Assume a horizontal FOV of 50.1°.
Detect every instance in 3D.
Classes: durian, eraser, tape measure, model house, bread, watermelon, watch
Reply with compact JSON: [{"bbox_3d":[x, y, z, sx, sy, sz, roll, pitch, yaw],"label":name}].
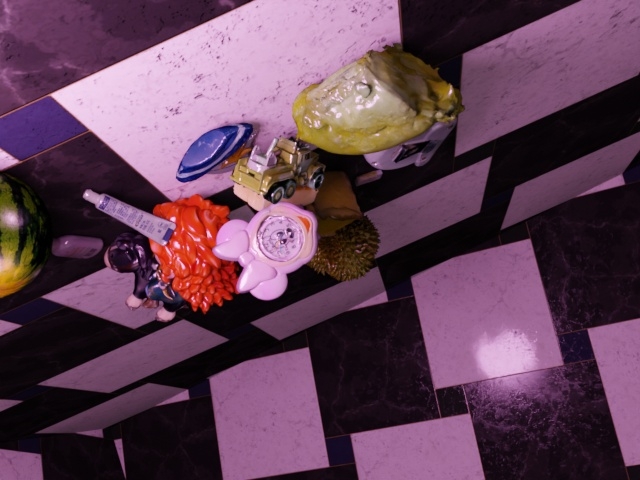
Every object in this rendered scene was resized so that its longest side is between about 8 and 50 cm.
[{"bbox_3d":[0.068,0.006,2.173,0.291,0.291,0.224,-4,137,-47],"label":"durian"},{"bbox_3d":[0.147,-0.191,2.088,0.083,0.019,0.038,-18,160,-16],"label":"eraser"},{"bbox_3d":[0.226,-0.272,1.785,0.246,0.125,0.243,-17,161,-22],"label":"tape measure"},{"bbox_3d":[-0.028,-0.075,1.954,0.193,0.174,0.234,-5,151,-46],"label":"model house"},{"bbox_3d":[-0.114,-0.133,1.743,0.188,0.125,0.068,-11,127,-45],"label":"bread"},{"bbox_3d":[0.106,-0.299,1.480,0.340,0.204,0.256,-24,151,32],"label":"durian"},{"bbox_3d":[-0.635,-0.012,1.268,0.269,0.268,0.269,-21,162,-7],"label":"watermelon"},{"bbox_3d":[-0.117,0.020,1.663,0.248,0.210,0.217,-31,180,-6],"label":"watch"}]

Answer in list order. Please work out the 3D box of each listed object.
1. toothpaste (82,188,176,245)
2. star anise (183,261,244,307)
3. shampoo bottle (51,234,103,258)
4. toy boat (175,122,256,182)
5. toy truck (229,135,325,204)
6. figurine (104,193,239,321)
[{"bbox_3d":[-0.436,-0.057,1.555,0.216,0.037,0.062,28,98,-23],"label":"toothpaste"},{"bbox_3d":[-0.329,0.128,2.285,0.350,0.109,0.292,-23,158,-37],"label":"star anise"},{"bbox_3d":[-0.620,0.014,1.692,0.080,0.040,0.165,-30,161,24],"label":"shampoo bottle"},{"bbox_3d":[-0.217,-0.197,1.599,0.221,0.067,0.291,-33,173,15],"label":"toy boat"},{"bbox_3d":[-0.085,-0.183,1.627,0.260,0.128,0.135,-18,131,-57],"label":"toy truck"},{"bbox_3d":[-0.380,0.056,1.777,0.412,0.306,0.241,-20,-164,34],"label":"figurine"}]
